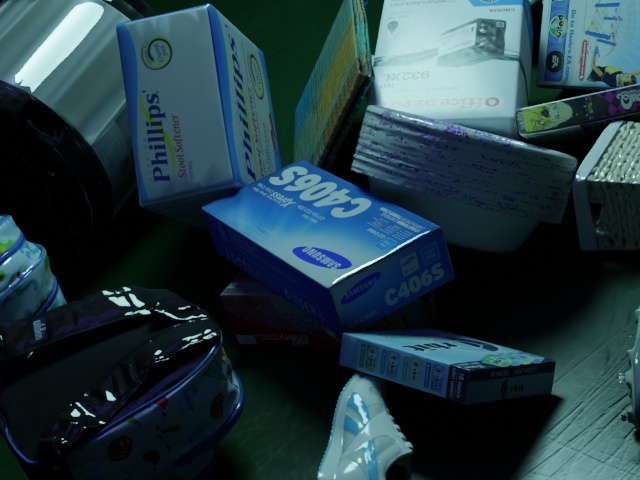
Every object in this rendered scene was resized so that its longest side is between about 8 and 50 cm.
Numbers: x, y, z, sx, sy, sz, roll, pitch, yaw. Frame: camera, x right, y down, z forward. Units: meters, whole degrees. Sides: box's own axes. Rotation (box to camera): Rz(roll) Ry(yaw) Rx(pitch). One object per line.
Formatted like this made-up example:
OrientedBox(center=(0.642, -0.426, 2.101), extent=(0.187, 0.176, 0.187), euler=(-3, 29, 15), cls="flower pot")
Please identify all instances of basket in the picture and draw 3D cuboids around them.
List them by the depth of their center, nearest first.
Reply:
OrientedBox(center=(0.403, -0.069, 1.698), extent=(0.103, 0.113, 0.167), euler=(6, 35, 31), cls="basket")

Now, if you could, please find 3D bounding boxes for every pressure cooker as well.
OrientedBox(center=(-0.410, -0.222, 2.140), extent=(0.375, 0.370, 0.420), euler=(32, 52, -2), cls="pressure cooker")

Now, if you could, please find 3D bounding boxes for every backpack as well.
OrientedBox(center=(-0.219, 0.186, 1.491), extent=(0.263, 0.213, 0.276), euler=(-34, 37, -13), cls="backpack")
OrientedBox(center=(-0.527, 0.090, 1.842), extent=(0.355, 0.273, 0.290), euler=(14, 33, 27), cls="backpack")

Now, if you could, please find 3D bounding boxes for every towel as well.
OrientedBox(center=(0.018, -0.221, 2.090), extent=(0.040, 0.271, 0.370), euler=(19, 28, -11), cls="towel")

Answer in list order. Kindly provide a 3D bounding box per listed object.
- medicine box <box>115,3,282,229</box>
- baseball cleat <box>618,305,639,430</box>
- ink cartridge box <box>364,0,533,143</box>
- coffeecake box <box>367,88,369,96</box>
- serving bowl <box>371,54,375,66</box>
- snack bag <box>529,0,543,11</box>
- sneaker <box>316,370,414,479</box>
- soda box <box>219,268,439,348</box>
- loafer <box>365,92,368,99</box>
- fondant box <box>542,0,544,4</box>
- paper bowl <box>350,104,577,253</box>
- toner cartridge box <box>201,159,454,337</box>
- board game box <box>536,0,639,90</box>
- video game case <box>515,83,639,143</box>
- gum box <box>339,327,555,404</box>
OrientedBox(center=(-0.168, -0.171, 1.932), extent=(0.149, 0.263, 0.289), euler=(-11, -9, 11), cls="medicine box")
OrientedBox(center=(0.378, 0.124, 1.401), extent=(0.109, 0.072, 0.206), euler=(0, 36, 18), cls="baseball cleat")
OrientedBox(center=(0.198, -0.245, 1.985), extent=(0.223, 0.129, 0.307), euler=(-1, 50, 14), cls="ink cartridge box")
OrientedBox(center=(0.162, -0.207, 2.134), extent=(0.142, 0.068, 0.185), euler=(-17, 27, 0), cls="coffeecake box")
OrientedBox(center=(0.078, -0.322, 2.438), extent=(0.083, 0.027, 0.083), euler=(-14, 28, 8), cls="serving bowl")
OrientedBox(center=(0.439, -0.473, 2.314), extent=(0.323, 0.037, 0.342), euler=(-38, 0, 36), cls="snack bag")
OrientedBox(center=(0.054, 0.226, 1.404), extent=(0.092, 0.087, 0.229), euler=(5, 33, 8), cls="sneaker")
OrientedBox(center=(0.011, 0.080, 1.681), extent=(0.263, 0.083, 0.092), euler=(0, 31, 29), cls="soda box")
OrientedBox(center=(0.196, -0.297, 2.261), extent=(0.267, 0.084, 0.096), euler=(-5, 30, 22), cls="loafer")
OrientedBox(center=(0.560, -0.455, 2.169), extent=(0.330, 0.096, 0.238), euler=(-24, 9, 41), cls="fondant box")
OrientedBox(center=(0.180, -0.075, 1.719), extent=(0.284, 0.148, 0.284), euler=(15, 6, -2), cls="paper bowl")
OrientedBox(center=(0.000, 0.000, 1.664), extent=(0.165, 0.075, 0.348), euler=(-29, 29, -20), cls="toner cartridge box")
OrientedBox(center=(0.489, -0.377, 2.002), extent=(0.302, 0.308, 0.086), euler=(10, 8, 41), cls="board game box")
OrientedBox(center=(0.390, -0.177, 1.856), extent=(0.210, 0.042, 0.232), euler=(-11, -3, 15), cls="video game case")
OrientedBox(center=(0.141, 0.137, 1.471), extent=(0.184, 0.041, 0.157), euler=(12, 8, 44), cls="gum box")
